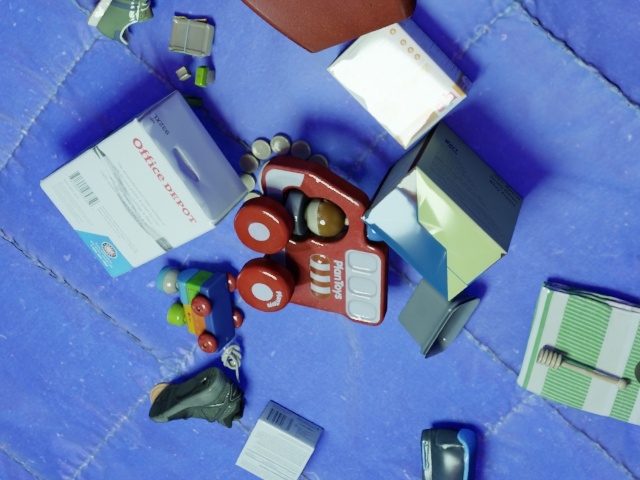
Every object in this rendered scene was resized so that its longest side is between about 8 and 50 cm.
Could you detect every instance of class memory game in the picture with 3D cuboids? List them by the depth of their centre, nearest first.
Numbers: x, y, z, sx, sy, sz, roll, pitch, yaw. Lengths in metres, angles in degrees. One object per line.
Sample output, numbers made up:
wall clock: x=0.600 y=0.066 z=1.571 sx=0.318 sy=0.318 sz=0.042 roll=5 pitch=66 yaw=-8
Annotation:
memory game: x=-0.063 y=-0.102 z=1.961 sx=0.186 sy=0.012 sz=0.186 roll=8 pitch=119 yaw=14

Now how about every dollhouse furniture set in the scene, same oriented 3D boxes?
dollhouse furniture set: x=-0.219 y=-0.307 z=1.898 sx=0.076 sy=0.058 sz=0.152 roll=13 pitch=101 yaw=20

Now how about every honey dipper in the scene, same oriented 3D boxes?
honey dipper: x=0.455 y=0.227 z=1.915 sx=0.160 sy=0.030 sz=0.030 roll=20 pitch=121 yaw=1

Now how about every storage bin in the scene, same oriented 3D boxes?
storage bin: x=0.207 y=0.125 z=1.955 sx=0.091 sy=0.098 sz=0.135 roll=46 pitch=126 yaw=24

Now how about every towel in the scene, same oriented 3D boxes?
towel: x=0.522 y=0.206 z=1.920 sx=0.325 sy=0.038 sz=0.248 roll=13 pitch=121 yaw=9

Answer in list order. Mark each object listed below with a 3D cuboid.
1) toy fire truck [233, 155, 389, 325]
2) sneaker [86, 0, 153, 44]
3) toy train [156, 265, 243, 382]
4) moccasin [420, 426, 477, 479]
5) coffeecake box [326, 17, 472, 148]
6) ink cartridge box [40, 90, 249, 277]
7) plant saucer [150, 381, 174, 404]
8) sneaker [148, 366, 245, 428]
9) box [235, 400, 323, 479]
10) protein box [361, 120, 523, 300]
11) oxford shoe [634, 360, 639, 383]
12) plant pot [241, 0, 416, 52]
toy fire truck: x=0.000 y=0.000 z=1.876 sx=0.254 sy=0.169 sz=0.302 roll=11 pitch=128 yaw=14
sneaker: x=-0.310 y=-0.410 z=1.855 sx=0.086 sy=0.064 sz=0.192 roll=38 pitch=122 yaw=-12
toy train: x=-0.232 y=0.162 z=2.116 sx=0.143 sy=0.105 sz=0.248 roll=16 pitch=129 yaw=28
moccasin: x=0.231 y=0.508 z=2.136 sx=0.117 sy=0.138 sz=0.342 roll=10 pitch=105 yaw=18
coffeecake box: x=0.128 y=-0.264 z=1.779 sx=0.185 sy=0.068 sz=0.142 roll=45 pitch=121 yaw=-8
ink cartridge box: x=-0.311 y=-0.094 z=1.942 sx=0.307 sy=0.129 sz=0.223 roll=-24 pitch=107 yaw=41
plant saucer: x=-0.312 y=0.330 z=2.270 sx=0.083 sy=0.013 sz=0.083 roll=8 pitch=120 yaw=14
sneaker: x=-0.238 y=0.333 z=2.193 sx=0.227 sy=0.087 sz=0.130 roll=-27 pitch=125 yaw=34
box: x=-0.082 y=0.412 z=2.203 sx=0.126 sy=0.072 sz=0.137 roll=28 pitch=121 yaw=2
protein box: x=0.201 y=-0.052 z=1.789 sx=0.200 sy=0.201 sz=0.136 roll=43 pitch=121 yaw=-7
oxford shoe: x=0.635 y=0.249 z=1.852 sx=0.212 sy=0.076 sz=0.076 roll=13 pitch=162 yaw=21
plant pot: x=0.018 y=-0.439 z=1.619 sx=0.267 sy=0.267 sz=0.236 roll=-16 pitch=130 yaw=27
